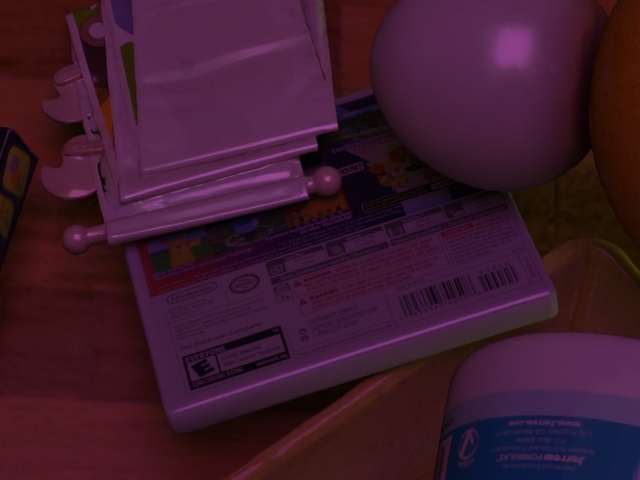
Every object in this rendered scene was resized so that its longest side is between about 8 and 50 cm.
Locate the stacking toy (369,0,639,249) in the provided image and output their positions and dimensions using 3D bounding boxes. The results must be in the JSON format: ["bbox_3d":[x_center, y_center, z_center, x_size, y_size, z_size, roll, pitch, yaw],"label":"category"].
[{"bbox_3d":[0.254,-0.063,0.940,0.480,0.350,0.350,10,65,23],"label":"stacking toy"}]

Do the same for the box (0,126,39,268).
[{"bbox_3d":[-0.231,0.035,1.029,0.114,0.036,0.207,6,65,22],"label":"box"}]

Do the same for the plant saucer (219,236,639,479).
[{"bbox_3d":[0.105,0.215,0.969,0.333,0.081,0.332,-33,73,-16],"label":"plant saucer"}]

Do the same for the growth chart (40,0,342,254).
[{"bbox_3d":[-0.067,-0.100,1.093,0.172,0.021,0.237,-6,56,8],"label":"growth chart"}]

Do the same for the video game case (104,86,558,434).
[{"bbox_3d":[0.000,0.000,1.037,0.201,0.023,0.183,-18,46,-2],"label":"video game case"}]

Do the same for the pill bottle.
[{"bbox_3d":[0.109,0.183,0.861,0.146,0.146,0.264,11,67,1],"label":"pill bottle"}]
